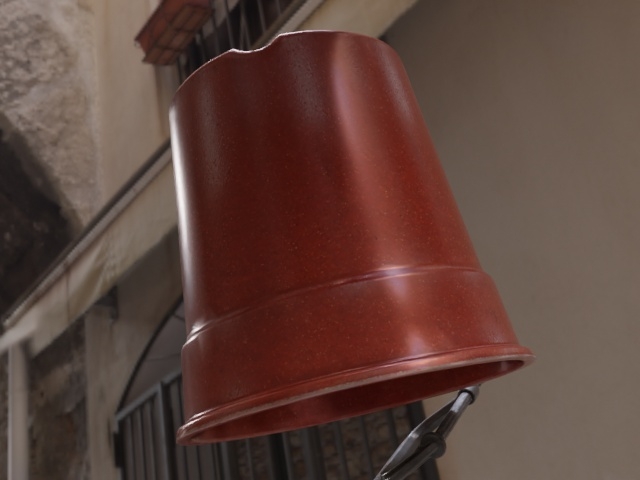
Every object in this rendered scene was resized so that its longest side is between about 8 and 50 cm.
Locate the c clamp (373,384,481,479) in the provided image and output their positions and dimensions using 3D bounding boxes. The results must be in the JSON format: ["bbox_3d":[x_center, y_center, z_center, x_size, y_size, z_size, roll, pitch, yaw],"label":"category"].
[{"bbox_3d":[0.102,0.163,0.700,0.137,0.022,0.160,-44,-7,35],"label":"c clamp"}]

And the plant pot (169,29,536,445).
[{"bbox_3d":[0.000,0.000,0.633,0.272,0.265,0.272,-12,-17,-4],"label":"plant pot"}]
